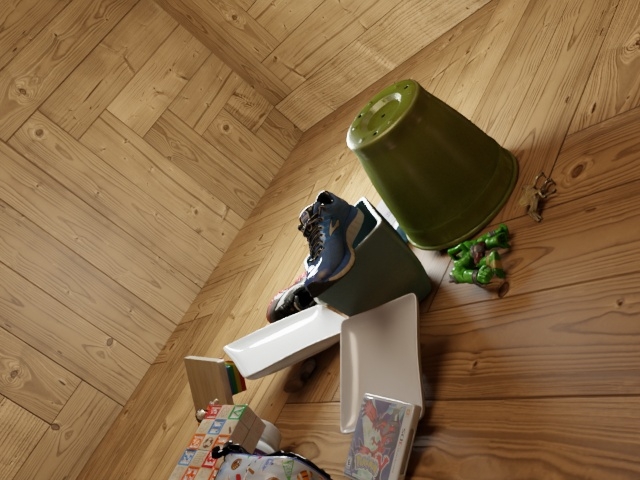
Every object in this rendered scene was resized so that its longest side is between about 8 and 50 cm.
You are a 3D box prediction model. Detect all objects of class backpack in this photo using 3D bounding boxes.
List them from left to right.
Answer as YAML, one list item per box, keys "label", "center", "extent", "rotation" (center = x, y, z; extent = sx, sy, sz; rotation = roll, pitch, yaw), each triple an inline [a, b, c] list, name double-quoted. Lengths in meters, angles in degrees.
- label: "backpack"
  center: [-0.081, 0.543, 1.381]
  extent: [0.263, 0.276, 0.213]
  rotation: [-26, 34, 40]

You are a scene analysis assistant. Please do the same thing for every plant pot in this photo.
- label: "plant pot"
  center: [0.140, 0.081, 1.755]
  extent: [0.248, 0.252, 0.247]
  rotation: [-48, 17, 9]
- label: "plant pot"
  center: [0.268, -0.223, 1.801]
  extent: [0.366, 0.353, 0.366]
  rotation: [-35, 29, 24]

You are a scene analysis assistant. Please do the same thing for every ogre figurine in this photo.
- label: "ogre figurine"
  center: [0.362, 0.038, 1.560]
  extent: [0.118, 0.097, 0.197]
  rotation: [-19, 46, 40]

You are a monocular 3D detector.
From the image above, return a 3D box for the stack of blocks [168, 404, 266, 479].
- label: "stack of blocks"
  center: [-0.239, 0.523, 1.559]
  extent: [0.171, 0.087, 0.297]
  rotation: [-11, 36, 38]

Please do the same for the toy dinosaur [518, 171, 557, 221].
- label: "toy dinosaur"
  center: [0.501, -0.118, 1.601]
  extent: [0.092, 0.053, 0.183]
  rotation: [-43, 19, 26]

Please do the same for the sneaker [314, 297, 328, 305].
- label: "sneaker"
  center: [0.063, 0.090, 2.130]
  extent: [0.292, 0.108, 0.169]
  rotation: [116, 174, -46]

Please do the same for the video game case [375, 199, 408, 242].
- label: "video game case"
  center: [0.251, -0.092, 2.152]
  extent: [0.269, 0.061, 0.244]
  rotation: [-55, 17, -14]

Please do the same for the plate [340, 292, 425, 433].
- label: "plate"
  center: [0.142, 0.286, 1.543]
  extent: [0.277, 0.045, 0.278]
  rotation: [-30, 52, 49]

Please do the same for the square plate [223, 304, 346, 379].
- label: "square plate"
  center: [-0.097, 0.303, 2.027]
  extent: [0.347, 0.049, 0.344]
  rotation: [-23, 11, -15]

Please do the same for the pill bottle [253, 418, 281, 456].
- label: "pill bottle"
  center: [-0.192, 0.596, 1.671]
  extent: [0.169, 0.169, 0.301]
  rotation: [-37, 22, 37]

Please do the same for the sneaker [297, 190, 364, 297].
- label: "sneaker"
  center: [0.000, 0.000, 1.600]
  extent: [0.130, 0.147, 0.330]
  rotation: [-39, 21, 32]

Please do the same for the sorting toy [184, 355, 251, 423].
- label: "sorting toy"
  center: [-0.313, 0.485, 2.131]
  extent: [0.089, 0.257, 0.255]
  rotation: [-14, 2, -35]

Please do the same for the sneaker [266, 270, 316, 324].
- label: "sneaker"
  center: [-0.092, 0.212, 2.318]
  extent: [0.276, 0.097, 0.135]
  rotation: [-41, 17, 24]

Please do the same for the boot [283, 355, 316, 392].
- label: "boot"
  center: [-0.055, 0.388, 1.981]
  extent: [0.118, 0.042, 0.087]
  rotation: [-37, 15, 34]

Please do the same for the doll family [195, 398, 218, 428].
- label: "doll family"
  center: [-0.291, 0.590, 1.942]
  extent: [0.163, 0.118, 0.263]
  rotation: [-5, 73, 19]

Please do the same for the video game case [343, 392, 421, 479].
- label: "video game case"
  center: [0.124, 0.418, 1.405]
  extent: [0.201, 0.023, 0.183]
  rotation: [-12, 59, 64]
